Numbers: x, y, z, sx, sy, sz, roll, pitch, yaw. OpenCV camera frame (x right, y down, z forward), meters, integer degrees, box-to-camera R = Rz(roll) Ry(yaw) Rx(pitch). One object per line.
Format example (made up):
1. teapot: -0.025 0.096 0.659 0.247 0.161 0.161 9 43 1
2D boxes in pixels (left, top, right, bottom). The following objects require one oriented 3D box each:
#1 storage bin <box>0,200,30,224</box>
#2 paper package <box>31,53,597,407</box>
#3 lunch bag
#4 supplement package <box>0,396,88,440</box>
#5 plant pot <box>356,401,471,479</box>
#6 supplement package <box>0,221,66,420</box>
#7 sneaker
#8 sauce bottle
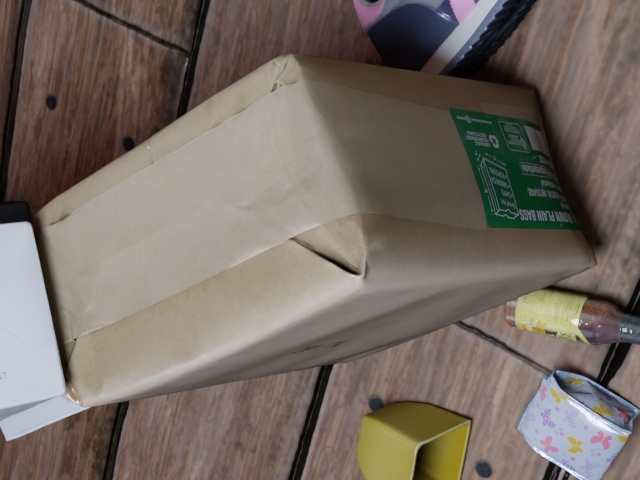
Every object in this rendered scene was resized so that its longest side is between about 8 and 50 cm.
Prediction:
1. storage bin: -0.421 -0.019 1.261 0.135 0.091 0.098 2 104 33
2. paper package: 0.000 0.000 0.816 0.309 0.325 0.168 -25 75 38
3. lunch bag: 0.220 0.156 0.894 0.083 0.053 0.071 29 121 14
4. supplement package: -0.178 0.061 1.009 0.204 0.262 0.145 -25 88 38
5. plant pot: 0.081 0.199 0.988 0.083 0.081 0.081 25 117 40
6. supplement package: -0.316 0.087 0.816 0.244 0.139 0.134 -26 75 53
7. sneaker: 0.135 -0.255 0.798 0.131 0.112 0.319 47 123 11
8. sauce bottle: 0.220 0.066 0.874 0.128 0.042 0.042 11 109 34
